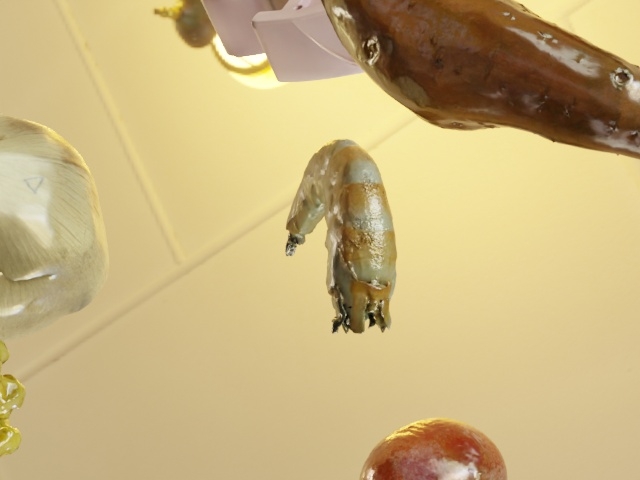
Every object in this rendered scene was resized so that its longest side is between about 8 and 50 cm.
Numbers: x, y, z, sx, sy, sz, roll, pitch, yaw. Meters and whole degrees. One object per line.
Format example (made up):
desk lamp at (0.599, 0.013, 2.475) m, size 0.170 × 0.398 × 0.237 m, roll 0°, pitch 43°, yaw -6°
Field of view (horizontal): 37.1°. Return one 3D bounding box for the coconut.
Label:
coconut at (-0.285, -0.015, 0.812) m, size 0.224 × 0.224 × 0.224 m, roll 7°, pitch -78°, yaw 34°

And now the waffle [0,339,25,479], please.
waffle at (-0.332, 0.150, 0.660) m, size 0.056 × 0.249 × 0.253 m, roll 39°, pitch -70°, yaw 43°

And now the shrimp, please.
shrimp at (0.012, -0.024, 1.076) m, size 0.287 × 0.068 × 0.185 m, roll 38°, pitch -61°, yaw 60°

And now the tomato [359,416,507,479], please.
tomato at (0.147, 0.351, 1.306) m, size 0.188 × 0.232 × 0.232 m, roll 12°, pitch -74°, yaw 41°

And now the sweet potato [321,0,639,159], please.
sweet potato at (0.095, -0.135, 0.687) m, size 0.359 × 0.112 × 0.112 m, roll 37°, pitch -62°, yaw 36°

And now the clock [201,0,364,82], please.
clock at (0.024, -0.268, 0.982) m, size 0.290 × 0.275 × 0.080 m, roll -12°, pitch -51°, yaw 12°
